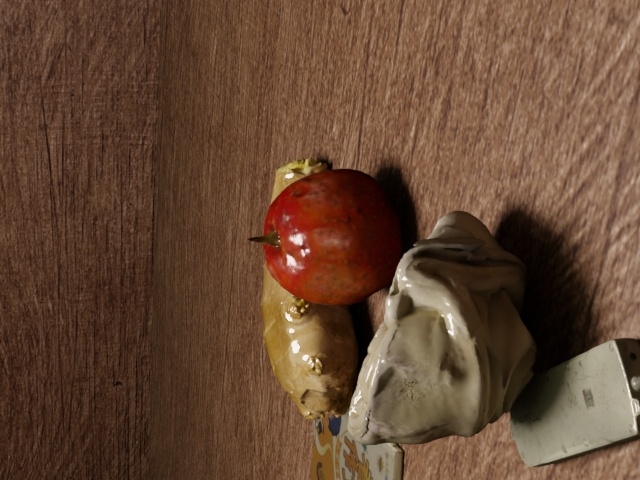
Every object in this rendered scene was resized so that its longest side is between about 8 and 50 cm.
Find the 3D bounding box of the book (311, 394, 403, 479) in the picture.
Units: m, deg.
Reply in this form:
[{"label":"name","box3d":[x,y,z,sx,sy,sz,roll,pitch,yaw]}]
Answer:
[{"label":"book","box3d":[0.047,0.330,1.385,0.295,0.020,0.207,-142,51,-64]}]

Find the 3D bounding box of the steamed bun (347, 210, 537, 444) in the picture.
[{"label":"steamed bun","box3d":[0.132,0.094,0.888,0.144,0.218,0.211,23,115,19]}]

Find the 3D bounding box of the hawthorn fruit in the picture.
[{"label":"hawthorn fruit","box3d":[0.000,0.000,1.180,0.179,0.200,0.179,28,121,60]}]

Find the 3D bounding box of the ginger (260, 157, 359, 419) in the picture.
[{"label":"ginger","box3d":[-0.003,0.072,1.392,0.236,0.166,0.375,56,-143,-49]}]

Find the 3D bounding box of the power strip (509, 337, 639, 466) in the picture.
[{"label":"power strip","box3d":[0.228,0.144,0.827,0.227,0.029,0.080,129,135,-63]}]
